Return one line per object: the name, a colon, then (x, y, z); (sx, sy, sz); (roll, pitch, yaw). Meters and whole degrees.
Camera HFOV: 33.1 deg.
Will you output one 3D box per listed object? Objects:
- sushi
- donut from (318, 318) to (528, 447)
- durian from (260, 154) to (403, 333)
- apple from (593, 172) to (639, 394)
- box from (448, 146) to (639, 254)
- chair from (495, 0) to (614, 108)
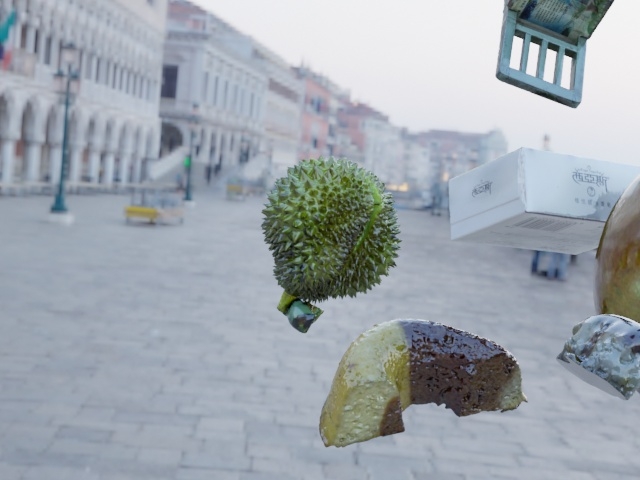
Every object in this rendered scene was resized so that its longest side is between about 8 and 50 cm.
sushi: (0.177, 0.065, 0.671); (0.044, 0.046, 0.083); (38, -4, -14)
donut: (0.130, 0.169, 1.472); (0.295, 0.112, 0.151); (-8, 43, -15)
durian: (0.011, -0.009, 1.241); (0.159, 0.198, 0.146); (-17, 43, -15)
apple: (0.500, 0.043, 1.171); (0.384, 0.374, 0.374); (8, 4, 41)
box: (0.357, -0.056, 1.676); (0.260, 0.111, 0.194); (4, -14, -28)
chair: (0.344, -0.344, 1.534); (0.136, 0.270, 0.147); (20, -41, -7)
